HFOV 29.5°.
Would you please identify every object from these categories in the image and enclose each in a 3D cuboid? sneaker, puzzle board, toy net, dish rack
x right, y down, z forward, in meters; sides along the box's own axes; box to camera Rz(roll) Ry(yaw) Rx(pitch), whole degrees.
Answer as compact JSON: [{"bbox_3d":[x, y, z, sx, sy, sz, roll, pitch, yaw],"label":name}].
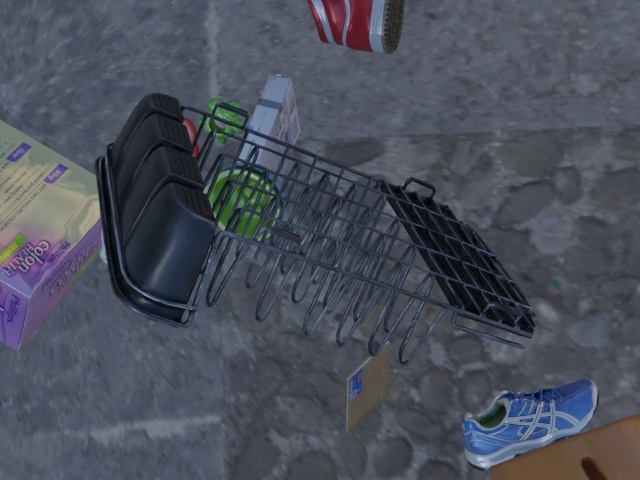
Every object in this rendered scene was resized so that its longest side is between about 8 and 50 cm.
[{"bbox_3d":[0.027,-0.190,0.837,0.067,0.042,0.118,9,90,26],"label":"sneaker"},{"bbox_3d":[0.294,0.245,1.701,0.211,0.080,0.081,-26,115,-8],"label":"sneaker"},{"bbox_3d":[0.070,0.220,1.831,0.096,0.011,0.128,-38,144,-33],"label":"puzzle board"},{"bbox_3d":[-0.133,-0.029,1.066,0.232,0.045,0.122,-28,107,34],"label":"toy net"},{"bbox_3d":[0.000,0.000,0.775,0.271,0.208,0.074,18,113,-22],"label":"dish rack"}]

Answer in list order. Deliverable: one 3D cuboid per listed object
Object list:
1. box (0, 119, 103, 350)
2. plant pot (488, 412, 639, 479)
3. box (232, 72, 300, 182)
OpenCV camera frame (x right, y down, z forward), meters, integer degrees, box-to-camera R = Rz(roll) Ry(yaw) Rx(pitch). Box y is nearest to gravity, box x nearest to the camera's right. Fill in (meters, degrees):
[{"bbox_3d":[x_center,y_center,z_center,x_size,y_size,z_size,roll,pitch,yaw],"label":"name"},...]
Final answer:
[{"bbox_3d":[-0.409,-0.022,1.510,0.243,0.117,0.213,30,46,4],"label":"box"},{"bbox_3d":[0.313,0.311,1.329,0.290,0.291,0.203,-16,77,-12],"label":"plant pot"},{"bbox_3d":[-0.079,-0.125,1.770,0.038,0.145,0.186,13,65,12],"label":"box"}]
